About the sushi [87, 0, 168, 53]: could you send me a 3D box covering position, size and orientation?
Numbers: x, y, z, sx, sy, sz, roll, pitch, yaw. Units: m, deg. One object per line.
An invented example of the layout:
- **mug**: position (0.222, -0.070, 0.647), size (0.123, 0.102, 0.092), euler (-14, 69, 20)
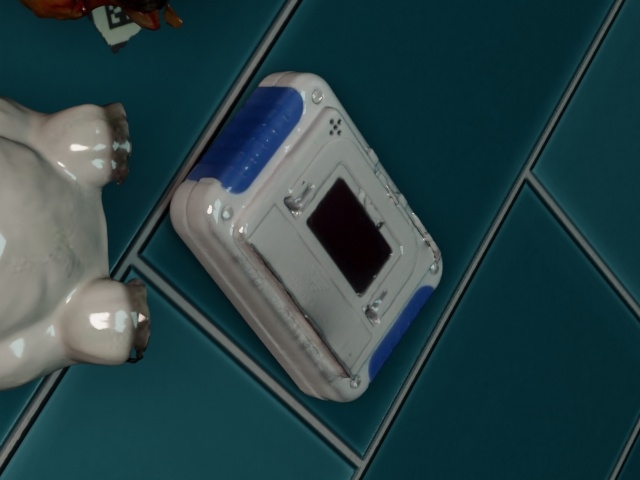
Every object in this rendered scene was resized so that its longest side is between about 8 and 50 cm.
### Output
- **sushi**: position (-0.116, -0.325, 1.228), size (0.290, 0.050, 0.264), euler (-51, 126, -26)

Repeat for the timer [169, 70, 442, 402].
- **timer**: position (0.000, 0.000, 1.363), size (0.178, 0.078, 0.253), euler (-54, 127, -24)

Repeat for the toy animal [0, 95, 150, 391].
- **toy animal**: position (-0.294, 0.007, 1.004), size (0.357, 0.258, 0.193), euler (-4, 73, -29)

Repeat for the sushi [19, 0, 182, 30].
- **sushi**: position (-0.191, -0.272, 1.053), size (0.343, 0.182, 0.196), euler (40, 26, -21)
